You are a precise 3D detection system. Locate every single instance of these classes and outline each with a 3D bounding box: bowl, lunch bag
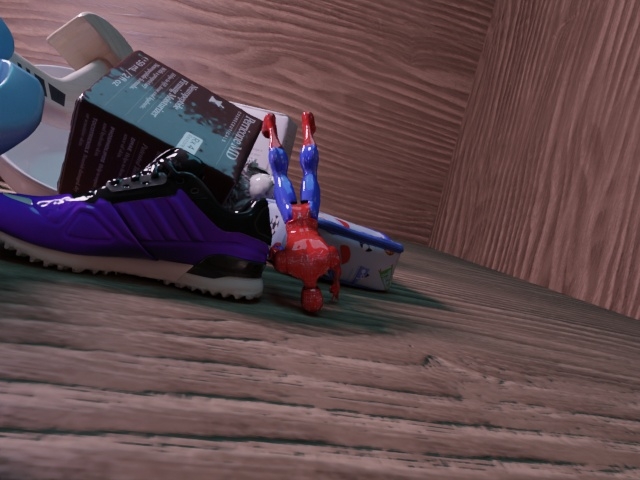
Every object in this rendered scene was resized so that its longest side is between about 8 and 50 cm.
[{"bbox_3d":[-0.394,-0.134,0.779,0.298,0.134,0.297,26,39,-23],"label":"bowl"},{"bbox_3d":[0.000,0.000,0.904,0.243,0.114,0.303,14,5,-28],"label":"lunch bag"}]

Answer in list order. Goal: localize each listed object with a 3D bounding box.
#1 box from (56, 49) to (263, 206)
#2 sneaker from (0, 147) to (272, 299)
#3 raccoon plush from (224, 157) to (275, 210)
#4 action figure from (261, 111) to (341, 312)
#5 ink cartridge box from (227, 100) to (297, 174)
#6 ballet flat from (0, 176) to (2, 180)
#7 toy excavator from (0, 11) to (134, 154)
[{"bbox_3d":[-0.217,-0.119,0.665,0.203,0.167,0.168,27,39,-14],"label":"box"},{"bbox_3d":[-0.190,-0.035,0.515,0.294,0.146,0.102,13,5,-18],"label":"sneaker"},{"bbox_3d":[-0.300,-0.134,1.060,0.447,0.216,0.299,17,-1,24],"label":"raccoon plush"},{"bbox_3d":[-0.027,-0.023,0.636,0.092,0.280,0.139,-5,-31,-6],"label":"action figure"},{"bbox_3d":[-0.205,-0.185,1.225,0.226,0.306,0.131,16,5,7],"label":"ink cartridge box"},{"bbox_3d":[-0.715,-0.151,0.864,0.250,0.058,0.084,19,-32,-14],"label":"ballet flat"},{"bbox_3d":[-0.401,-0.188,0.546,0.222,0.432,0.445,-21,-28,18],"label":"toy excavator"}]
